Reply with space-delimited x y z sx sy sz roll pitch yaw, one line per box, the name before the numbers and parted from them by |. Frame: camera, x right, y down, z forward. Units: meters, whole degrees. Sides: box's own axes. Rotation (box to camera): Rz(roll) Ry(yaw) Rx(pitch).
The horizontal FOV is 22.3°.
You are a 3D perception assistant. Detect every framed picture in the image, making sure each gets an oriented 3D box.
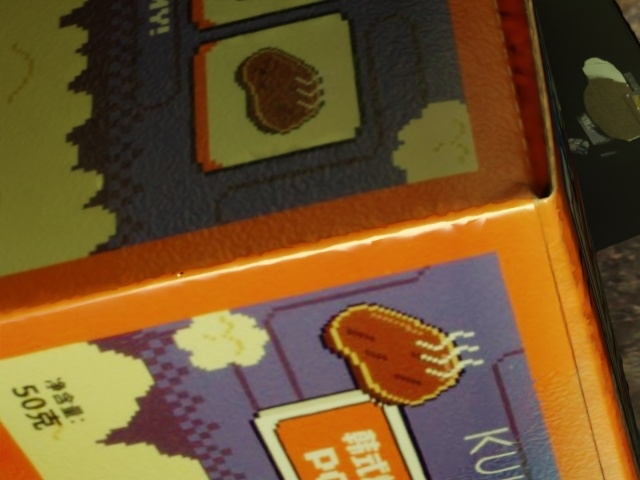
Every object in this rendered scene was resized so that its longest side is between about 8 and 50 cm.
framed picture | 0.061 -0.030 1.005 0.324 0.013 0.244 -23 140 19

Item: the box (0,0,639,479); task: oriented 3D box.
box | 0.000 0.000 0.775 0.257 0.318 0.348 -14 137 8
